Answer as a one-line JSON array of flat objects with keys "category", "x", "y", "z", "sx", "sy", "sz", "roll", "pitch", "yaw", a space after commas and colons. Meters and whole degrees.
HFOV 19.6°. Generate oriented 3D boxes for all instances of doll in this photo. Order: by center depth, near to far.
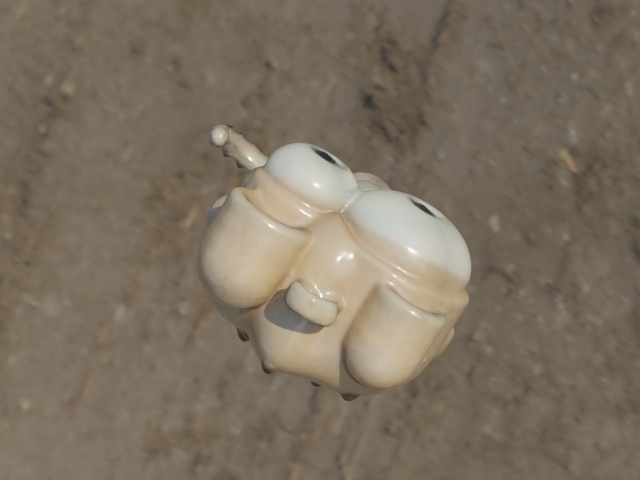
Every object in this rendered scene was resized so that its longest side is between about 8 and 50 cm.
[{"category": "doll", "x": 0.002, "y": 0.001, "z": 1.063, "sx": 0.119, "sy": 0.154, "sz": 0.278, "roll": -59, "pitch": 13, "yaw": 12}]
